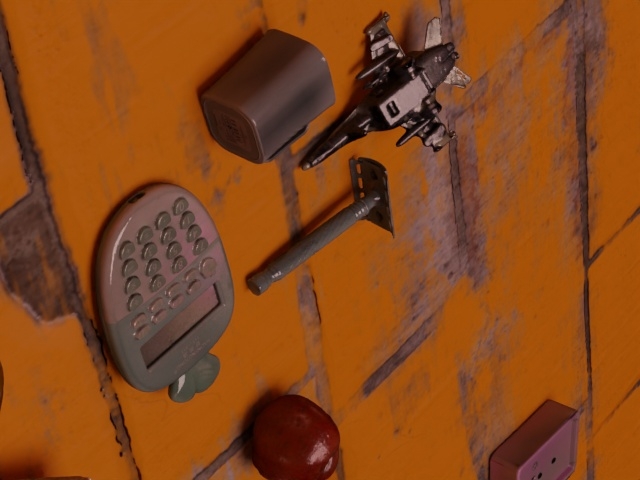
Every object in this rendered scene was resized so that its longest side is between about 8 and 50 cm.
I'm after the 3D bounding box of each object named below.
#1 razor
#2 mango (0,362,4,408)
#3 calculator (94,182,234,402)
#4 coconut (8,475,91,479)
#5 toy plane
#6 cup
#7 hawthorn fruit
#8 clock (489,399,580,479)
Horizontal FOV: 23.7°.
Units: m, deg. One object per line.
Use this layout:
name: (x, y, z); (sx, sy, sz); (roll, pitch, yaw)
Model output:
razor: (0.000, 0.000, 1.923); (0.232, 0.068, 0.106); (-38, 137, -29)
mango: (-0.425, 0.177, 1.353); (0.316, 0.146, 0.192); (-31, 126, -33)
calculator: (-0.174, 0.067, 1.730); (0.184, 0.042, 0.295); (-42, 137, -33)
coconut: (-0.288, 0.324, 1.632); (0.153, 0.147, 0.147); (3, 107, -46)
toy plane: (0.081, -0.166, 1.906); (0.262, 0.088, 0.192); (-44, 113, -26)
cup: (-0.055, -0.151, 1.719); (0.129, 0.095, 0.128); (-44, 143, -26)
hawthorn fruit: (-0.031, 0.265, 1.984); (0.128, 0.128, 0.128); (-32, 134, -41)
clock: (0.376, 0.392, 2.680); (0.197, 0.063, 0.150); (-36, 136, -37)
